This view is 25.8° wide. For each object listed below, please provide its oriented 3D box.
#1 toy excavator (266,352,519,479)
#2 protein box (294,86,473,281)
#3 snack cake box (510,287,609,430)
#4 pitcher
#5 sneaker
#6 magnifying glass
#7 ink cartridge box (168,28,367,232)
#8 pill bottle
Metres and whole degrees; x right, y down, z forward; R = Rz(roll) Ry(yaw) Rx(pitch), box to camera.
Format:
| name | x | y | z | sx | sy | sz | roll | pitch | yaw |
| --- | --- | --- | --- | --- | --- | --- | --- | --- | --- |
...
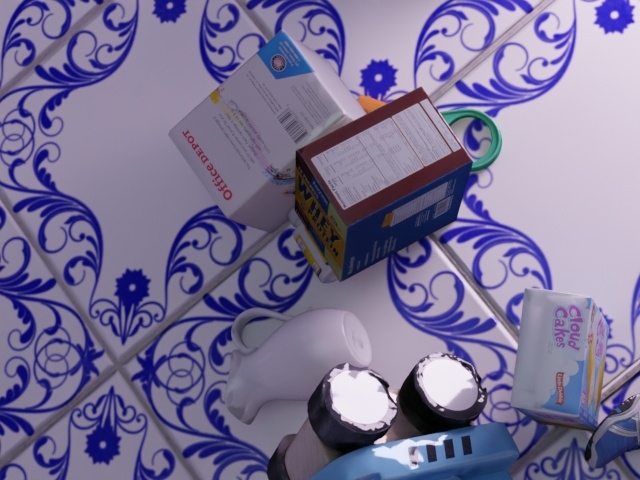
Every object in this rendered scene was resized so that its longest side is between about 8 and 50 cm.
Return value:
| name | x | y | z | sx | sy | sz | roll | pitch | yaw |
| --- | --- | --- | --- | --- | --- | --- | --- | --- | --- |
| toy excavator | 0.197 | 0.385 | 1.807 | 0.222 | 0.433 | 0.445 | -58 | 46 | 46 |
| protein box | 0.083 | -0.075 | 1.953 | 0.201 | 0.200 | 0.136 | -28 | 70 | -13 |
| snack cake box | 0.317 | 0.161 | 1.826 | 0.089 | 0.264 | 0.152 | 7 | 81 | 18 |
| pitcher | -0.039 | 0.154 | 2.023 | 0.207 | 0.125 | 0.177 | -23 | 57 | 23 |
| sneaker | 0.446 | 0.243 | 1.868 | 0.211 | 0.080 | 0.081 | -39 | 67 | 7 |
| magnifying glass | 0.159 | -0.169 | 2.073 | 0.231 | 0.026 | 0.092 | 20 | 85 | 21 |
| ink cartridge box | -0.064 | -0.153 | 2.050 | 0.233 | 0.168 | 0.171 | -39 | 69 | 12 |
| pill bottle | 0.000 | 0.000 | 2.063 | 0.065 | 0.065 | 0.116 | -34 | 72 | 8 |
